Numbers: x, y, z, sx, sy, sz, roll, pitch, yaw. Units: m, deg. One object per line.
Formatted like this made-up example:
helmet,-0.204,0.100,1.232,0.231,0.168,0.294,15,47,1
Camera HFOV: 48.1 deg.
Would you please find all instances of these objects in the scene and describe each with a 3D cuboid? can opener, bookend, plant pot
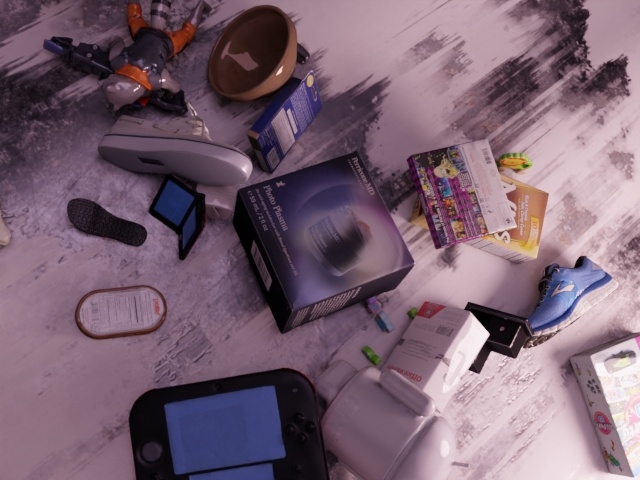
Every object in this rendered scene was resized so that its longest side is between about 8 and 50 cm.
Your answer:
can opener,-0.105,-0.498,1.750,0.186,0.059,0.073,35,70,-6
bookend,0.387,0.242,1.672,0.157,0.156,0.072,-57,137,-19
plant pot,-0.138,-0.416,1.669,0.110,0.237,0.237,30,64,-52

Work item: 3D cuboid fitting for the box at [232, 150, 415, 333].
box,0.000,0.000,1.571,0.294,0.182,0.296,-20,72,-19

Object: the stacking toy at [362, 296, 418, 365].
stacking toy,0.130,0.158,1.673,0.167,0.052,0.221,-34,90,-21

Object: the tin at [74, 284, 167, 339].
tin,-0.420,0.152,1.518,0.190,0.040,0.106,-6,83,-18

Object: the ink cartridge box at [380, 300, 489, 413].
ink cartridge box,0.252,0.259,1.614,0.092,0.158,0.218,46,71,-27

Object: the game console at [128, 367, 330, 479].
game console,-0.180,0.448,1.444,0.387,0.060,0.342,-10,79,3

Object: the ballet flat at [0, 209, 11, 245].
ballet flat,-0.685,0.016,1.446,0.096,0.095,0.280,20,83,-22

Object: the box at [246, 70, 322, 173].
box,-0.079,-0.280,1.670,0.036,0.136,0.225,27,68,25

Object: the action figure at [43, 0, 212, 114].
action figure,-0.423,-0.441,1.584,0.341,0.178,0.330,18,64,-14

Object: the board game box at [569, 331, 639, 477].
board game box,0.782,0.401,1.791,0.224,0.097,0.303,-16,83,-19

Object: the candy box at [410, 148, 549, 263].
candy box,0.399,-0.081,1.790,0.316,0.087,0.182,20,73,-10

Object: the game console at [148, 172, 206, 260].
game console,-0.308,-0.048,1.530,0.085,0.144,0.124,12,50,-26

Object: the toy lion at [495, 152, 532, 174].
toy lion,0.501,-0.202,1.845,0.100,0.096,0.034,5,76,-16

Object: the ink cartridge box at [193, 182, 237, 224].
ink cartridge box,-0.236,-0.115,1.604,0.090,0.092,0.143,14,73,-13

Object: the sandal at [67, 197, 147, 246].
sandal,-0.464,-0.034,1.550,0.179,0.040,0.067,26,76,-25

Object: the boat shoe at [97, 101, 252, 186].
boat shoe,-0.292,-0.219,1.531,0.367,0.136,0.156,9,66,27

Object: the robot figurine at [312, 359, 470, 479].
robot figurine,0.134,0.404,1.505,0.353,0.300,0.200,34,37,19

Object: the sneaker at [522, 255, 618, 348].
sneaker,0.580,0.148,1.789,0.330,0.130,0.147,-31,73,-24

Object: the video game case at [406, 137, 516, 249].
video game case,0.337,-0.113,1.709,0.210,0.042,0.232,-15,82,-18
